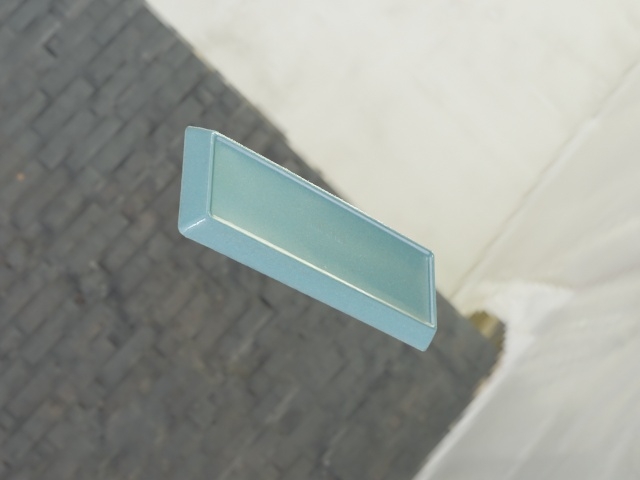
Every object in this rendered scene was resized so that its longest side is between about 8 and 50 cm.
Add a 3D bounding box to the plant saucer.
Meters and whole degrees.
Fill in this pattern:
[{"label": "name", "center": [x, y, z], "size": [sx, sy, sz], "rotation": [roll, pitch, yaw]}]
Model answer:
[{"label": "plant saucer", "center": [0.000, 0.000, 0.860], "size": [0.018, 0.192, 0.067], "rotation": [-25, -129, 37]}]
